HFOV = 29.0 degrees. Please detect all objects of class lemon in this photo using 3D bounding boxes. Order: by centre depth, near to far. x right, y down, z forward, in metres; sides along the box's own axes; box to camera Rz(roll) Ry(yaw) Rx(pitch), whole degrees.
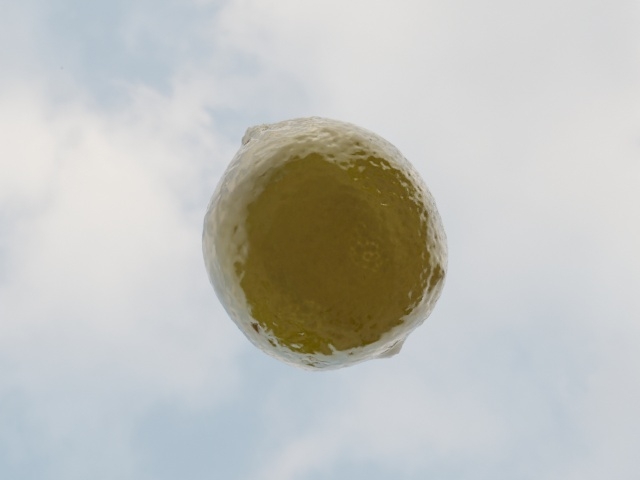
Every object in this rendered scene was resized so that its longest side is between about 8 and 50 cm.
[{"bbox_3d":[0.000,0.000,0.916,0.178,0.178,0.203,-33,-94,-6],"label":"lemon"}]
